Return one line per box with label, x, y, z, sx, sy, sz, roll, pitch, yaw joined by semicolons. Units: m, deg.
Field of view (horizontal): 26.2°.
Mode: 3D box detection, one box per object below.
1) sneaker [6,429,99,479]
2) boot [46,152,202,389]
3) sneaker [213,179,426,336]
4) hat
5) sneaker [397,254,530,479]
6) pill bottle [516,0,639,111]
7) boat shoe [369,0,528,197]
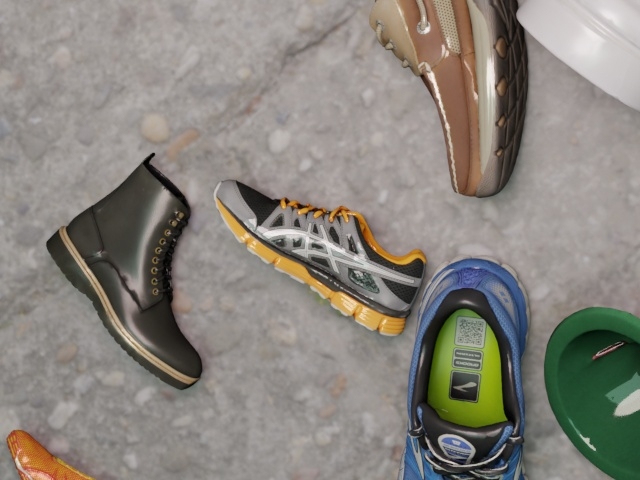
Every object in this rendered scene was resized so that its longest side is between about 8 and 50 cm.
sneaker;-0.241;0.248;1.356;0.067;0.064;0.175;-43;90;-5
boot;-0.150;0.029;1.296;0.137;0.077;0.198;-43;86;9
sneaker;0.000;0.000;1.253;0.215;0.084;0.083;32;100;-1
hat;0.327;0.098;1.210;0.173;0.183;0.208;56;147;9
sneaker;0.119;0.183;1.207;0.130;0.147;0.330;0;97;14
pill bottle;0.309;-0.272;1.080;0.188;0.188;0.334;39;109;7
boat shoe;0.107;-0.196;1.189;0.116;0.123;0.324;-6;89;21
